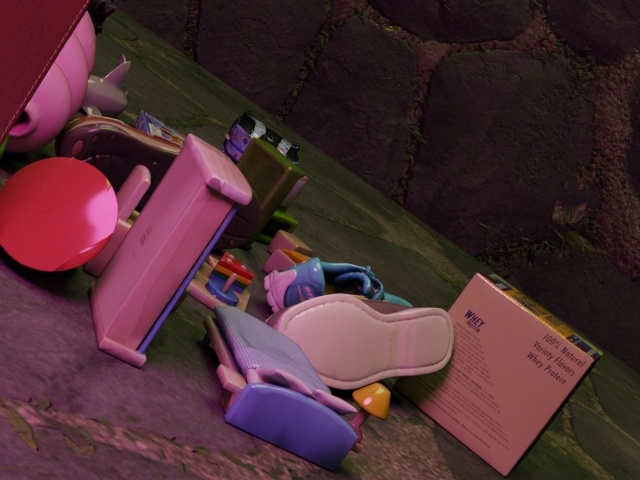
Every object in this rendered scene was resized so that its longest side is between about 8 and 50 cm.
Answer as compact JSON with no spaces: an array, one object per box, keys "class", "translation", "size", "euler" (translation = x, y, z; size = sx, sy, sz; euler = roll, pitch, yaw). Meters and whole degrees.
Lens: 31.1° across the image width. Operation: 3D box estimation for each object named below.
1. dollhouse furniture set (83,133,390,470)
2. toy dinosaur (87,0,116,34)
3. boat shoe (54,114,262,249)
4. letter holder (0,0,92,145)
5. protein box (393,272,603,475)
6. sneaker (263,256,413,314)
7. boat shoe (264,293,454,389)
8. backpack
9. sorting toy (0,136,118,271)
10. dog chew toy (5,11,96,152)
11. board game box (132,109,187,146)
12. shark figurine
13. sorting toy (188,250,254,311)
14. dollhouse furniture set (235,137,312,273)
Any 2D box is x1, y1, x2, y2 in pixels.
[{"class":"dollhouse furniture set","translation":[-0.064,0.048,1.216],"size":[0.303,0.198,0.286],"euler":[31,11,-25]},{"class":"toy dinosaur","translation":[-0.460,-0.430,1.941],"size":[0.218,0.164,0.322],"euler":[59,-9,27]},{"class":"boat shoe","translation":[-0.224,-0.093,1.596],"size":[0.324,0.123,0.120],"euler":[29,8,-37]},{"class":"letter holder","translation":[-0.366,-0.179,0.982],"size":[0.152,0.302,0.214],"euler":[41,12,34]},{"class":"protein box","translation":[0.252,0.182,1.616],"size":[0.199,0.201,0.136],"euler":[38,10,16]},{"class":"sneaker","translation":[0.048,0.089,1.588],"size":[0.275,0.110,0.107],"euler":[19,50,-44]},{"class":"boat shoe","translation":[0.038,0.123,1.462],"size":[0.096,0.117,0.324],"euler":[3,0,43]},{"class":"backpack","translation":[-0.122,-0.169,2.294],"size":[0.158,0.117,0.173],"euler":[34,9,-9]},{"class":"sorting toy","translation":[-0.358,-0.073,1.197],"size":[0.365,0.127,0.126],"euler":[34,-20,12]},{"class":"dog chew toy","translation":[-0.384,-0.220,1.460],"size":[0.206,0.207,0.332],"euler":[30,18,-27]},{"class":"board game box","translation":[-0.262,-0.161,2.035],"size":[0.136,0.035,0.201],"euler":[32,10,-20]},{"class":"shark figurine","translation":[-0.365,-0.271,2.001],"size":[0.166,0.116,0.278],"euler":[38,12,8]},{"class":"sorting toy","translation":[-0.142,0.035,1.465],"size":[0.132,0.046,0.274],"euler":[34,9,-5]},{"class":"dollhouse furniture set","translation":[0.000,0.000,1.793],"size":[0.301,0.151,0.197],"euler":[41,12,32]}]
